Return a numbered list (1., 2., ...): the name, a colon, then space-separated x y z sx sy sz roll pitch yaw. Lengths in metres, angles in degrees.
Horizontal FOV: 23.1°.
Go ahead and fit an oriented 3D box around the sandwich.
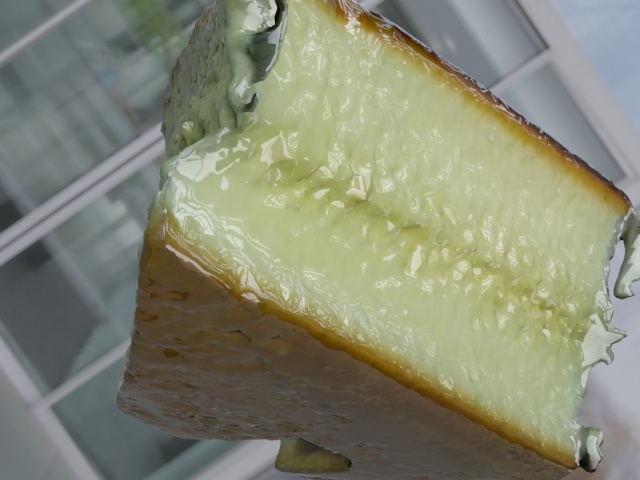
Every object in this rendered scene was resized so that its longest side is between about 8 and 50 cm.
1. sandwich: 0.000 0.000 0.492 0.235 0.128 0.122 32 58 -50
